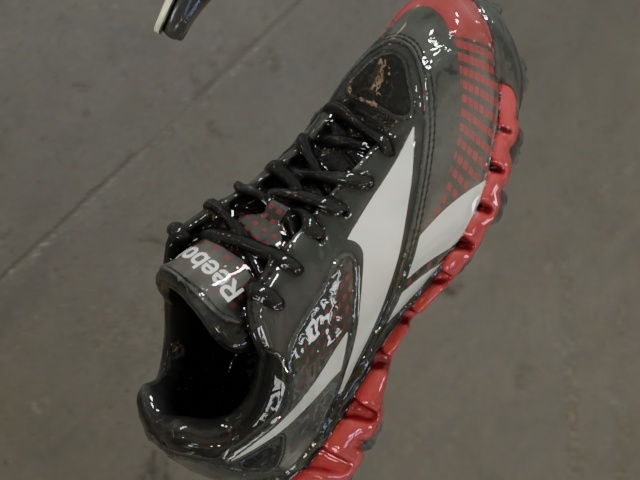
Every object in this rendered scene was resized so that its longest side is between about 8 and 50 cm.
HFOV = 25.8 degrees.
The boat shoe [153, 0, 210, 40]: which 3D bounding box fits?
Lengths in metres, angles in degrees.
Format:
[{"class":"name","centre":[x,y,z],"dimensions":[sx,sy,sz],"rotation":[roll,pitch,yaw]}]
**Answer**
[{"class":"boat shoe","centre":[-0.048,-0.168,0.798],"dimensions":[0.042,0.049,0.133],"rotation":[35,88,-8]}]

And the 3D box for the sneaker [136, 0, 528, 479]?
[{"class":"sneaker","centre":[0.000,0.000,0.656],"dimensions":[0.135,0.098,0.276],"rotation":[19,100,-46]}]
